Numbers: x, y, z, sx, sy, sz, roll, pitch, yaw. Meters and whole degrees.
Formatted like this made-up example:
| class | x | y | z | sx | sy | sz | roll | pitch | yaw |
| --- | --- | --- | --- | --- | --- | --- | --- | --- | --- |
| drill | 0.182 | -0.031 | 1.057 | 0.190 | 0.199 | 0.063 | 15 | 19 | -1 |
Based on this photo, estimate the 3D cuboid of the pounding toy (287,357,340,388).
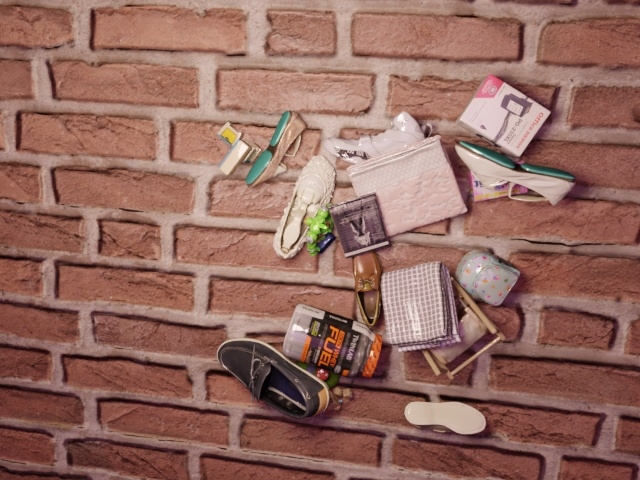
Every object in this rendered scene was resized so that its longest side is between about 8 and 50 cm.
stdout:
| class | x | y | z | sx | sy | sz | roll | pitch | yaw |
| --- | --- | --- | --- | --- | --- | --- | --- | --- | --- |
| pounding toy | -0.041 | 0.519 | 1.663 | 0.236 | 0.110 | 0.183 | 12 | 101 | 4 |

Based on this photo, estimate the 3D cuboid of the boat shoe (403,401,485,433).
| class | x | y | z | sx | sy | sz | roll | pitch | yaw |
| --- | --- | --- | --- | --- | --- | --- | --- | --- | --- |
| boat shoe | 0.472 | 0.680 | 1.642 | 0.304 | 0.091 | 0.109 | 6 | 63 | 4 |

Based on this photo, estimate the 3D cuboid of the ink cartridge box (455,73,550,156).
| class | x | y | z | sx | sy | sz | roll | pitch | yaw |
| --- | --- | --- | --- | --- | --- | --- | --- | --- | --- |
| ink cartridge box | 0.608 | -0.413 | 1.431 | 0.237 | 0.100 | 0.172 | 32 | 102 | 1 |

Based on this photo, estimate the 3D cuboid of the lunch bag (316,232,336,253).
| class | x | y | z | sx | sy | sz | roll | pitch | yaw |
| --- | --- | --- | --- | --- | --- | --- | --- | --- | --- |
| lunch bag | 0.000 | 0.000 | 1.588 | 0.065 | 0.067 | 0.098 | 45 | 98 | 14 |

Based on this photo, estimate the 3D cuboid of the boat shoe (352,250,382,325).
| class | x | y | z | sx | sy | sz | roll | pitch | yaw |
| --- | --- | --- | --- | --- | --- | --- | --- | --- | --- |
| boat shoe | 0.180 | 0.163 | 1.578 | 0.110 | 0.104 | 0.308 | -11 | 97 | 11 |

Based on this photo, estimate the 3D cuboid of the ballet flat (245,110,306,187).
| class | x | y | z | sx | sy | sz | roll | pitch | yaw |
| --- | --- | --- | --- | --- | --- | --- | --- | --- | --- |
| ballet flat | -0.150 | -0.310 | 1.539 | 0.106 | 0.107 | 0.316 | 26 | 105 | -34 |

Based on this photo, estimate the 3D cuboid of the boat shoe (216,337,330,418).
| class | x | y | z | sx | sy | sz | roll | pitch | yaw |
| --- | --- | --- | --- | --- | --- | --- | --- | --- | --- |
| boat shoe | -0.205 | 0.516 | 1.612 | 0.500 | 0.156 | 0.187 | 21 | 103 | 24 |

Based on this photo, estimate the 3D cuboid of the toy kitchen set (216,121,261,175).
| class | x | y | z | sx | sy | sz | roll | pitch | yaw |
| --- | --- | --- | --- | --- | --- | --- | --- | --- | --- |
| toy kitchen set | -0.323 | -0.328 | 1.499 | 0.166 | 0.207 | 0.122 | 40 | 101 | -1 |

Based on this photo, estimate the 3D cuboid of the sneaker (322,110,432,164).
| class | x | y | z | sx | sy | sz | roll | pitch | yaw |
| --- | --- | --- | --- | --- | --- | --- | --- | --- | --- |
| sneaker | 0.203 | -0.350 | 1.476 | 0.365 | 0.137 | 0.210 | 16 | 101 | -2 |

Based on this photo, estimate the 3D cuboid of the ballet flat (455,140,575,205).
| class | x | y | z | sx | sy | sz | roll | pitch | yaw |
| --- | --- | --- | --- | --- | --- | --- | --- | --- | --- |
| ballet flat | 0.619 | -0.207 | 1.397 | 0.400 | 0.139 | 0.139 | 18 | 101 | 3 |

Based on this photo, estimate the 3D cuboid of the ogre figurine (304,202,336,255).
| class | x | y | z | sx | sy | sz | roll | pitch | yaw |
| --- | --- | --- | --- | --- | --- | --- | --- | --- | --- |
| ogre figurine | -0.001 | -0.050 | 1.496 | 0.097 | 0.118 | 0.197 | 44 | 90 | 17 |

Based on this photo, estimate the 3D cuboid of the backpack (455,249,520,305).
| class | x | y | z | sx | sy | sz | roll | pitch | yaw |
| --- | --- | --- | --- | --- | --- | --- | --- | --- | --- |
| backpack | 0.583 | 0.127 | 1.509 | 0.188 | 0.144 | 0.166 | 30 | 107 | 4 |

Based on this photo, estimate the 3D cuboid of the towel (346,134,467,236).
| class | x | y | z | sx | sy | sz | roll | pitch | yaw |
| --- | --- | --- | --- | --- | --- | --- | --- | --- | --- |
| towel | 0.295 | -0.166 | 1.449 | 0.331 | 0.053 | 0.317 | -17 | 125 | 21 |

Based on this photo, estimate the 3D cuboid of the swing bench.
| class | x | y | z | sx | sy | sz | roll | pitch | yaw |
| --- | --- | --- | --- | --- | --- | --- | --- | --- | --- |
| swing bench | 0.464 | 0.313 | 1.526 | 0.253 | 0.165 | 0.255 | -42 | 52 | 13 |

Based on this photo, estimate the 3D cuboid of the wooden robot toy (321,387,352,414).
| class | x | y | z | sx | sy | sz | roll | pitch | yaw |
| --- | --- | --- | --- | --- | --- | --- | --- | --- | --- |
| wooden robot toy | 0.060 | 0.644 | 1.709 | 0.173 | 0.076 | 0.079 | -35 | 129 | 11 |

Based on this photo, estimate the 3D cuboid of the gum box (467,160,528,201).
| class | x | y | z | sx | sy | sz | roll | pitch | yaw |
| --- | --- | --- | --- | --- | --- | --- | --- | --- | --- |
| gum box | 0.619 | -0.207 | 1.485 | 0.188 | 0.062 | 0.107 | -10 | 98 | 8 |

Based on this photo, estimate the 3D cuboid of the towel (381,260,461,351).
| class | x | y | z | sx | sy | sz | roll | pitch | yaw |
| --- | --- | --- | --- | --- | --- | --- | --- | --- | --- |
| towel | 0.335 | 0.226 | 1.472 | 0.235 | 0.121 | 0.284 | -17 | 61 | 30 |

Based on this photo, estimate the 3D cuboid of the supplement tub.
| class | x | y | z | sx | sy | sz | roll | pitch | yaw |
| --- | --- | --- | --- | --- | --- | --- | --- | --- | --- |
| supplement tub | 0.044 | 0.377 | 1.579 | 0.337 | 0.207 | 0.207 | 17 | 101 | 3 |

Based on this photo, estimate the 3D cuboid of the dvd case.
| class | x | y | z | sx | sy | sz | roll | pitch | yaw |
| --- | --- | --- | --- | --- | --- | --- | --- | --- | --- |
| dvd case | 0.138 | -0.049 | 1.493 | 0.164 | 0.018 | 0.221 | -17 | 120 | 6 |

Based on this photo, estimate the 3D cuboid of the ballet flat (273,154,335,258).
| class | x | y | z | sx | sy | sz | roll | pitch | yaw |
| --- | --- | --- | --- | --- | --- | --- | --- | --- | --- |
| ballet flat | -0.057 | -0.109 | 1.546 | 0.146 | 0.147 | 0.409 | 24 | 101 | 2 |
